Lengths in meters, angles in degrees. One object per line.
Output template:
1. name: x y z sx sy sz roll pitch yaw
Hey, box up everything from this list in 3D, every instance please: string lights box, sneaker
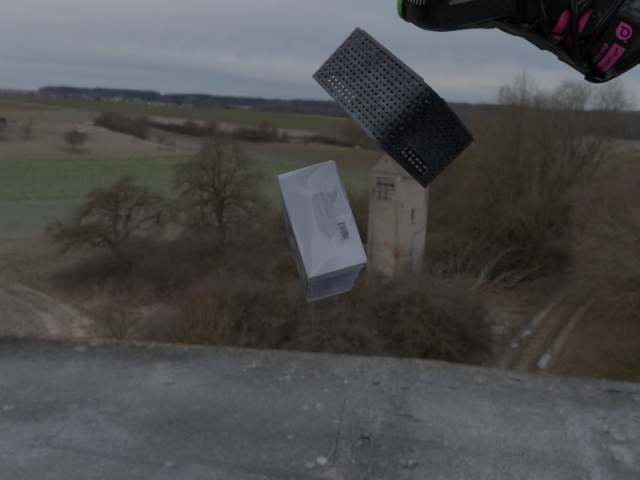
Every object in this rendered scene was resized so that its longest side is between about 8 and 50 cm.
1. string lights box: 0.000 0.000 0.862 0.077 0.133 0.259 -16 -12 -5
2. sneaker: 0.341 -0.317 0.813 0.483 0.185 0.202 -2 58 -7

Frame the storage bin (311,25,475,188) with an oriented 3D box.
1. storage bin: 0.085 -0.160 0.753 0.122 0.084 0.180 32 18 -47
